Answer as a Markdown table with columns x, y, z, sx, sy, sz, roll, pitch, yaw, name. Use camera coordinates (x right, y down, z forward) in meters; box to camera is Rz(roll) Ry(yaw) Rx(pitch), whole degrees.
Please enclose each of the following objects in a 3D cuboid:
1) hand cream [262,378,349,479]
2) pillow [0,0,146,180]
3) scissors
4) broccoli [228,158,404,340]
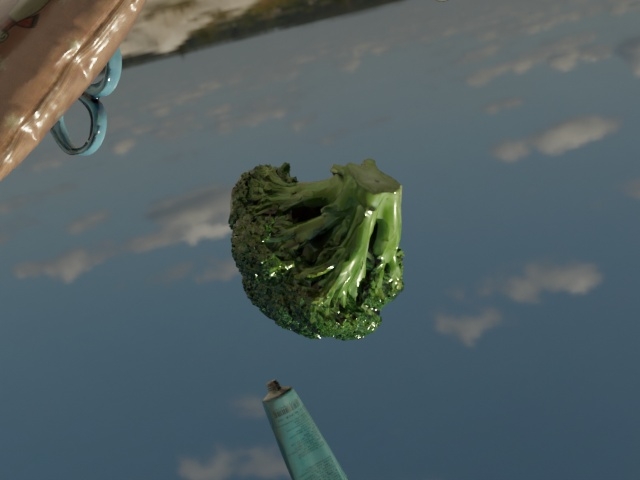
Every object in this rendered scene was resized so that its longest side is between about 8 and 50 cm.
| x | y | z | sx | sy | sz | roll | pitch | yaw | name |
| --- | --- | --- | --- | --- | --- | --- | --- | --- | --- |
| -0.020 | 0.302 | 1.664 | 0.083 | 0.224 | 0.048 | -26 | -178 | -24 | hand cream |
| -0.246 | -0.155 | 0.974 | 0.223 | 0.084 | 0.236 | -50 | -146 | -8 | pillow |
| -0.285 | -0.180 | 1.171 | 0.030 | 0.125 | 0.256 | -1 | -155 | -45 | scissors |
| 0.000 | 0.000 | 1.683 | 0.308 | 0.275 | 0.308 | 21 | -148 | -14 | broccoli |
